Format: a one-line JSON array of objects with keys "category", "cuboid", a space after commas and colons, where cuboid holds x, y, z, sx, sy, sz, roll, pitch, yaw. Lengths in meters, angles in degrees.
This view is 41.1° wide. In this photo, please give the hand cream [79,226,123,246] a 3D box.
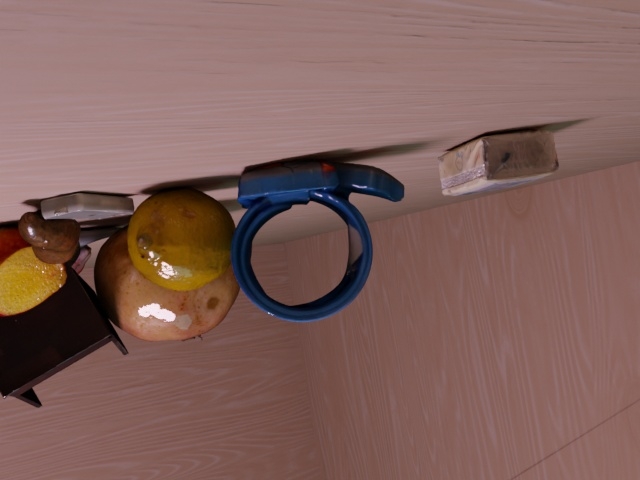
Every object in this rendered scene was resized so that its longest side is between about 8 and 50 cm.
[{"category": "hand cream", "cuboid": [-0.611, 0.004, 1.971, 0.124, 0.077, 0.341, -11, -175, 40]}]

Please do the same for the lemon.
[{"category": "lemon", "cuboid": [-0.248, -0.002, 1.540, 0.188, 0.188, 0.257, -10, 174, 21]}]

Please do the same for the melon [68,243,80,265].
[{"category": "melon", "cuboid": [-0.573, 0.018, 1.850, 0.098, 0.098, 0.130, -9, 176, -3]}]

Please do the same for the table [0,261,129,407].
[{"category": "table", "cuboid": [-0.591, 0.219, 1.886, 0.251, 0.196, 0.282, -32, 167, -12]}]

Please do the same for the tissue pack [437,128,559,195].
[{"category": "tissue pack", "cuboid": [0.319, -0.140, 1.559, 0.148, 0.092, 0.196, -8, 179, -16]}]

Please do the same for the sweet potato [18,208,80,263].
[{"category": "sweet potato", "cuboid": [-0.482, -0.017, 1.530, 0.097, 0.097, 0.292, -9, 171, -13]}]

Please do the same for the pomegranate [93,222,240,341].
[{"category": "pomegranate", "cuboid": [-0.339, 0.097, 1.947, 0.338, 0.338, 0.338, -9, 178, 0]}]

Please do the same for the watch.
[{"category": "watch", "cuboid": [0.000, 0.000, 1.493, 0.305, 0.274, 0.241, -4, 177, 0]}]

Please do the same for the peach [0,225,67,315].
[{"category": "peach", "cuboid": [-0.610, 0.061, 1.691, 0.193, 0.190, 0.190, 7, 180, 8]}]

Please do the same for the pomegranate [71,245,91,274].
[{"category": "pomegranate", "cuboid": [-0.665, 0.082, 2.088, 0.248, 0.214, 0.214, -36, 176, 2]}]

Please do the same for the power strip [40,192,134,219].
[{"category": "power strip", "cuboid": [-0.398, -0.057, 1.472, 0.082, 0.035, 0.192, -11, 178, 18]}]
